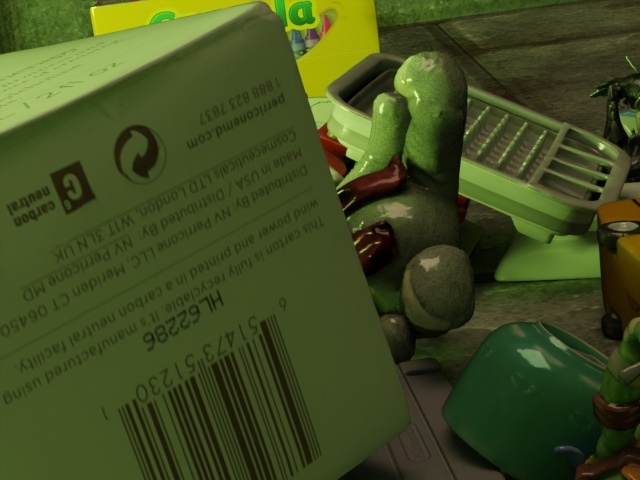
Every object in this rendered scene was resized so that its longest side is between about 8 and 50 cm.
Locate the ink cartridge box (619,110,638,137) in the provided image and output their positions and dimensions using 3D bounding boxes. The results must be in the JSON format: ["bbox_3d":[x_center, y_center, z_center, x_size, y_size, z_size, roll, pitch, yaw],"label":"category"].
[{"bbox_3d":[0.515,-0.163,2.186,0.181,0.062,0.104,-17,18,-32],"label":"ink cartridge box"}]

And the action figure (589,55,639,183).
[{"bbox_3d":[0.434,-0.141,2.014,0.164,0.141,0.276,-7,31,11],"label":"action figure"}]

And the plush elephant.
[{"bbox_3d":[0.000,0.000,1.461,0.255,0.272,0.330,1,-23,0],"label":"plush elephant"}]

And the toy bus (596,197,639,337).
[{"bbox_3d":[0.336,0.048,1.435,0.130,0.108,0.333,-7,15,-4],"label":"toy bus"}]

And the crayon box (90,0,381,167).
[{"bbox_3d":[-0.097,-0.179,2.056,0.363,0.313,0.106,-8,15,-1],"label":"crayon box"}]

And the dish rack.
[{"bbox_3d":[0.173,-0.102,1.754,0.333,0.072,0.285,24,23,8],"label":"dish rack"}]

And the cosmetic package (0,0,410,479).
[{"bbox_3d":[-0.216,0.053,1.121,0.393,0.327,0.329,-1,23,48],"label":"cosmetic package"}]

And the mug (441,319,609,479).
[{"bbox_3d":[0.170,0.117,1.181,0.129,0.097,0.158,30,10,-2],"label":"mug"}]

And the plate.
[{"bbox_3d":[0.347,-0.020,1.789,0.278,0.045,0.277,-4,17,15],"label":"plate"}]

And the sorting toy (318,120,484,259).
[{"bbox_3d":[0.051,-0.046,1.737,0.257,0.089,0.255,24,22,8],"label":"sorting toy"}]

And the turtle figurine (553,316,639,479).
[{"bbox_3d":[0.244,0.149,0.955,0.274,0.198,0.266,-4,19,26],"label":"turtle figurine"}]

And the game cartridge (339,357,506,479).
[{"bbox_3d":[0.013,0.186,1.188,0.230,0.068,0.355,-12,16,-3],"label":"game cartridge"}]
